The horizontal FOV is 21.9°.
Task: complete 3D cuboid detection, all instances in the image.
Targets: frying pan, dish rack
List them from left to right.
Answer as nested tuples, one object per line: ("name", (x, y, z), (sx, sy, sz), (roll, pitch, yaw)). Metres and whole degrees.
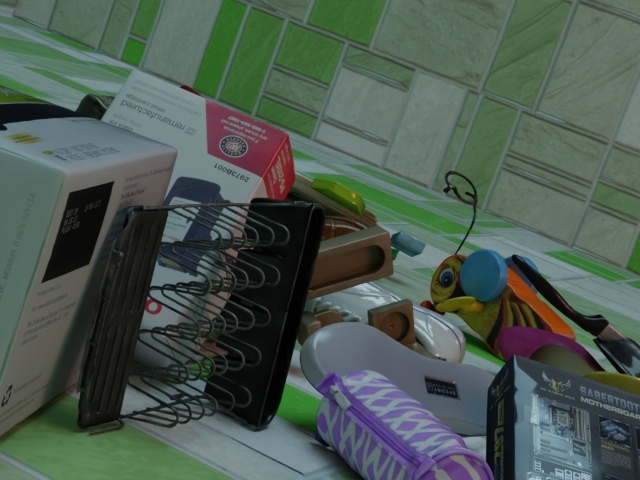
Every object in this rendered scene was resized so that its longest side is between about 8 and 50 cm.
("dish rack", (-0.101, 0.062, 1.371), (0.074, 0.208, 0.271), (16, 8, 23))
("frying pan", (0.363, 0.138, 2.009), (0.326, 0.053, 0.197), (50, 3, 14))

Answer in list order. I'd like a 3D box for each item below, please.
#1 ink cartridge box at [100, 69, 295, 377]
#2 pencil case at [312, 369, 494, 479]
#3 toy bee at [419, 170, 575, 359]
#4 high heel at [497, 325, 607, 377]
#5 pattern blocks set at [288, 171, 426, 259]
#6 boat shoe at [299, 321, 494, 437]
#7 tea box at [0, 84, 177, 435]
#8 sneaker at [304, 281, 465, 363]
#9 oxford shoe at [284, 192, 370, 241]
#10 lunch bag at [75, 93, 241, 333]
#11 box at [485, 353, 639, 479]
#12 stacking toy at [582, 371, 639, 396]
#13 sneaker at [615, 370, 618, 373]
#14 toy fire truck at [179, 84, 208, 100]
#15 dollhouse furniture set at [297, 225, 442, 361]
("ink cartridge box", (-0.154, -0.016, 1.544), (0.172, 0.237, 0.100), (23, -23, 14))
("pencil case", (0.067, 0.175, 1.406), (0.088, 0.086, 0.206), (55, -11, -29))
("toy bee", (0.222, 0.076, 2.262), (0.195, 0.162, 0.298), (25, 31, -29))
("high heel", (0.295, 0.169, 1.985), (0.244, 0.082, 0.117), (41, 8, 30))
("pattern blocks set", (-0.005, -0.056, 2.510), (0.325, 0.026, 0.285), (31, -15, -20))
("boat shoe", (0.067, 0.152, 1.587), (0.258, 0.084, 0.095), (24, 49, -36))
("tea box", (-0.325, -0.020, 1.284), (0.323, 0.220, 0.329), (21, 8, 7))
("sneaker", (0.038, 0.087, 1.868), (0.258, 0.094, 0.091), (18, 17, 15))
("oxford shoe", (0.000, 0.000, 2.445), (0.212, 0.076, 0.076), (21, 35, 13))
("lunch bag", (-0.149, -0.010, 1.762), (0.287, 0.169, 0.235), (43, 13, 7))
("box", (0.258, 0.213, 1.424), (0.232, 0.059, 0.183), (19, 44, -12))
("stacking toy", (0.362, 0.263, 1.652), (0.309, 0.130, 0.279), (23, -17, -2))
("sneaker", (0.409, 0.199, 2.140), (0.061, 0.054, 0.152), (27, 10, 24))
("toy fire truck", (-0.117, -0.062, 2.278), (0.254, 0.169, 0.302), (37, -2, -37))
("dollhouse furniture set", (0.057, 0.083, 1.705), (0.144, 0.151, 0.123), (-16, 25, -21))
